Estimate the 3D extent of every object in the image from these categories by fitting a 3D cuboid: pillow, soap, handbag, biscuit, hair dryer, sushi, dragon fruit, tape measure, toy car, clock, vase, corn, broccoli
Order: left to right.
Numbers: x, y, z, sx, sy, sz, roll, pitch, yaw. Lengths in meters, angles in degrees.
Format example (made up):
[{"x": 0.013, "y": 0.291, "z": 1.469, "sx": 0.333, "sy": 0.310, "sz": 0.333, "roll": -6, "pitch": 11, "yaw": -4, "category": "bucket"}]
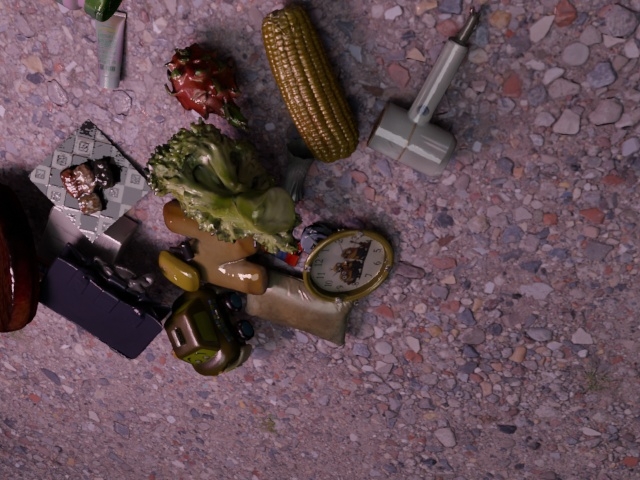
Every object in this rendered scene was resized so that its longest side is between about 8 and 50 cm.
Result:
[{"x": -0.846, "y": 0.042, "z": 1.902, "sx": 0.407, "sy": 0.091, "sz": 0.407, "roll": 17, "pitch": 111, "yaw": 50, "category": "biscuit"}, {"x": -0.580, "y": -0.142, "z": 1.770, "sx": 0.220, "sy": 0.047, "sz": 0.231, "roll": -40, "pitch": 101, "yaw": 8, "category": "sushi"}, {"x": -0.565, "y": 0.150, "z": 1.881, "sx": 0.326, "sy": 0.118, "sz": 0.269, "roll": 36, "pitch": 134, "yaw": -14, "category": "handbag"}, {"x": -0.373, "y": 0.081, "z": 1.866, "sx": 0.140, "sy": 0.045, "sz": 0.089, "roll": 30, "pitch": 135, "yaw": 20, "category": "soap"}, {"x": -0.362, "y": 0.022, "z": 1.831, "sx": 0.083, "sy": 0.026, "sz": 0.047, "roll": 7, "pitch": 125, "yaw": 40, "category": "hair dryer"}, {"x": -0.320, "y": 0.249, "z": 1.912, "sx": 0.204, "sy": 0.198, "sz": 0.248, "roll": -29, "pitch": 82, "yaw": 31, "category": "toy car"}, {"x": -0.232, "y": -0.326, "z": 1.547, "sx": 0.236, "sy": 0.137, "sz": 0.135, "roll": 35, "pitch": 133, "yaw": -12, "category": "dragon fruit"}, {"x": -0.272, "y": 0.022, "z": 1.827, "sx": 0.291, "sy": 0.062, "sz": 0.237, "roll": 16, "pitch": 131, "yaw": 25, "category": "biscuit"}, {"x": -0.204, "y": -0.110, "z": 1.500, "sx": 0.353, "sy": 0.397, "sz": 0.274, "roll": 12, "pitch": 95, "yaw": 2, "category": "broccoli"}, {"x": -0.056, "y": -0.156, "z": 1.657, "sx": 0.081, "sy": 0.081, "sz": 0.148, "roll": 20, "pitch": 131, "yaw": 2, "category": "vase"}, {"x": -0.056, "y": 0.176, "z": 1.898, "sx": 0.302, "sy": 0.075, "sz": 0.185, "roll": 17, "pitch": 127, "yaw": 8, "category": "pillow"}, {"x": -0.023, "y": -0.325, "z": 1.492, "sx": 0.131, "sy": 0.131, "sz": 0.344, "roll": -13, "pitch": 119, "yaw": 25, "category": "corn"}, {"x": -0.002, "y": 0.000, "z": 1.767, "sx": 0.094, "sy": 0.054, "sz": 0.091, "roll": 9, "pitch": 131, "yaw": -3, "category": "tape measure"}, {"x": 0.065, "y": 0.054, "z": 1.754, "sx": 0.237, "sy": 0.057, "sz": 0.237, "roll": -10, "pitch": 132, "yaw": -11, "category": "clock"}, {"x": 0.245, "y": -0.307, "z": 1.451, "sx": 0.173, "sy": 0.107, "sz": 0.357, "roll": 24, "pitch": 122, "yaw": -5, "category": "hair dryer"}]

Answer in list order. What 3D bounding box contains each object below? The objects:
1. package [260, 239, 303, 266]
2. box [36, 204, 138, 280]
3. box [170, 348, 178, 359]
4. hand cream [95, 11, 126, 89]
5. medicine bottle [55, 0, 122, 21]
[{"x": -0.142, "y": -0.001, "z": 1.829, "sx": 0.200, "sy": 0.022, "sz": 0.083, "roll": 24, "pitch": 129, "yaw": -3, "category": "package"}, {"x": -0.653, "y": 0.024, "z": 1.950, "sx": 0.200, "sy": 0.106, "sz": 0.299, "roll": 31, "pitch": 129, "yaw": -7, "category": "box"}, {"x": -0.357, "y": 0.293, "z": 2.092, "sx": 0.207, "sy": 0.050, "sz": 0.041, "roll": -28, "pitch": 115, "yaw": 32, "category": "box"}, {"x": -0.476, "y": -0.432, "z": 1.606, "sx": 0.076, "sy": 0.047, "sz": 0.174, "roll": 13, "pitch": 119, "yaw": 8, "category": "hand cream"}, {"x": -0.543, "y": -0.568, "z": 1.465, "sx": 0.274, "sy": 0.133, "sz": 0.133, "roll": 31, "pitch": 128, "yaw": -6, "category": "medicine bottle"}]
